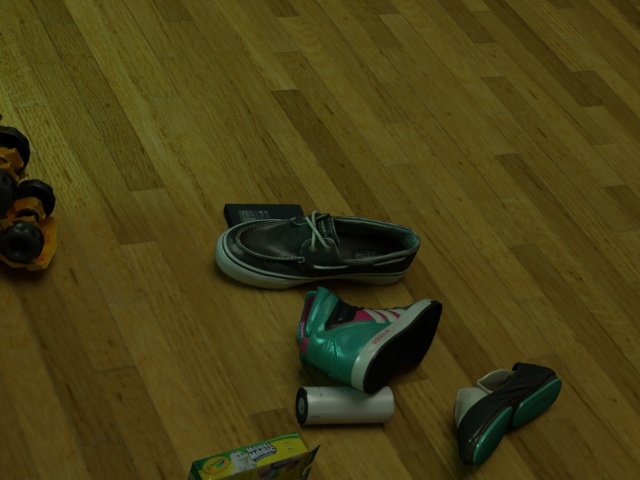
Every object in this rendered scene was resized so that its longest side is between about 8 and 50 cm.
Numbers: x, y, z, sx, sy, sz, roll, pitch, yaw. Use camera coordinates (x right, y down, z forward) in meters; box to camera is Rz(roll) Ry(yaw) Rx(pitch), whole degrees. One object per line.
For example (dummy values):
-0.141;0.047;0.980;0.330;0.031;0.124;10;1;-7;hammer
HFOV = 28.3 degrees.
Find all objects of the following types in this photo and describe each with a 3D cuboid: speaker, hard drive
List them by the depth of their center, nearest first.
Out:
0.036;0.237;1.830;0.136;0.055;0.055;1;42;-20;speaker
-0.086;-0.025;2.119;0.135;0.022;0.094;0;42;-21;hard drive

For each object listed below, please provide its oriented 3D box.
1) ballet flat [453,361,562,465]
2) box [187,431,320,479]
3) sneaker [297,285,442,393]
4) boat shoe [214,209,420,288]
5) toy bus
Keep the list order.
0.256;0.252;1.882;0.096;0.095;0.280;28;28;27;ballet flat
-0.090;0.310;1.654;0.179;0.105;0.043;-9;47;-31;box
0.058;0.133;1.918;0.178;0.124;0.295;22;20;22;sneaker
0.000;0.000;2.031;0.335;0.119;0.121;0;58;-22;boat shoe
-0.518;-0.048;1.876;0.211;0.220;0.149;-17;34;8;toy bus
